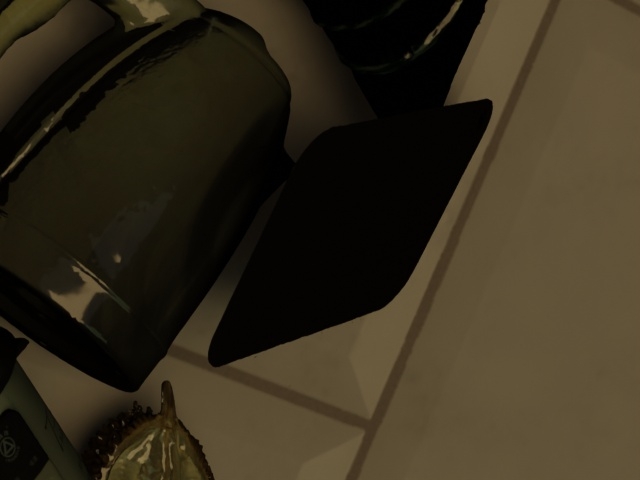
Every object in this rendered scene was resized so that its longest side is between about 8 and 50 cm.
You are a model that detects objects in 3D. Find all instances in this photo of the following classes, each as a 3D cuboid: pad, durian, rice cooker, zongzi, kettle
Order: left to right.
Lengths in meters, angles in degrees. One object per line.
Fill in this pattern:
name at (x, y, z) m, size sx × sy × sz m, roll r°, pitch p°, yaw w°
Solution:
rice cooker at (-0.332, 0.194, 1.698) m, size 0.280 × 0.241 × 0.227 m, roll -48°, pitch 120°, yaw -37°
kettle at (-0.183, -0.088, 1.727) m, size 0.321 × 0.228 × 0.324 m, roll 44°, pitch 72°, yaw -24°
durian at (-0.170, 0.215, 1.857) m, size 0.148 × 0.091 × 0.188 m, roll 4°, pitch 106°, yaw -38°
pad at (0.000, 0.001, 1.821) m, size 0.375 × 0.063 × 0.315 m, roll -13°, pitch 133°, yaw -60°
zongzi at (0.048, -0.253, 1.806) m, size 0.383 × 0.319 × 0.362 m, roll 9°, pitch 94°, yaw -44°
